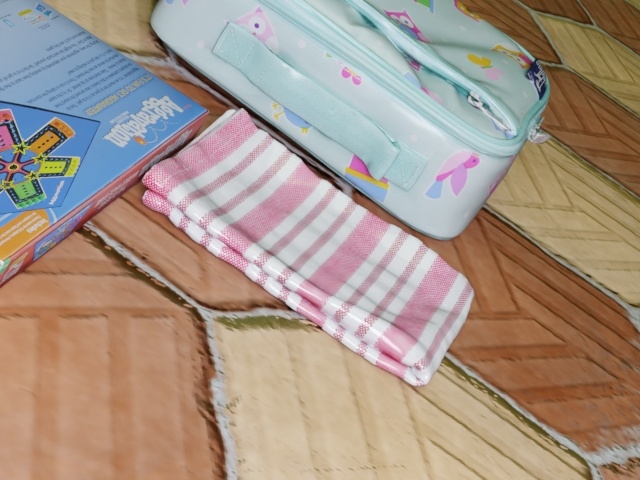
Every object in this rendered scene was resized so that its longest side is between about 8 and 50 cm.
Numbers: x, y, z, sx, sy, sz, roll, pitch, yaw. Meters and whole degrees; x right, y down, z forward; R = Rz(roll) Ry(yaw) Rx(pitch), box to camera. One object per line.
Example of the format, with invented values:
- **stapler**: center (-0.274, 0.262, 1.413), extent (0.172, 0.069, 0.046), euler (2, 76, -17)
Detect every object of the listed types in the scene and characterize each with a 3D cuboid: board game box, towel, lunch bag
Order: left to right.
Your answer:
- **board game box**: center (-0.168, -0.065, 0.796), extent (0.145, 0.027, 0.281), euler (33, 24, 3)
- **towel**: center (0.000, 0.000, 0.878), extent (0.197, 0.029, 0.144), euler (34, 25, 3)
- **lunch bag**: center (0.031, -0.128, 1.060), extent (0.279, 0.108, 0.224), euler (35, 24, 3)
